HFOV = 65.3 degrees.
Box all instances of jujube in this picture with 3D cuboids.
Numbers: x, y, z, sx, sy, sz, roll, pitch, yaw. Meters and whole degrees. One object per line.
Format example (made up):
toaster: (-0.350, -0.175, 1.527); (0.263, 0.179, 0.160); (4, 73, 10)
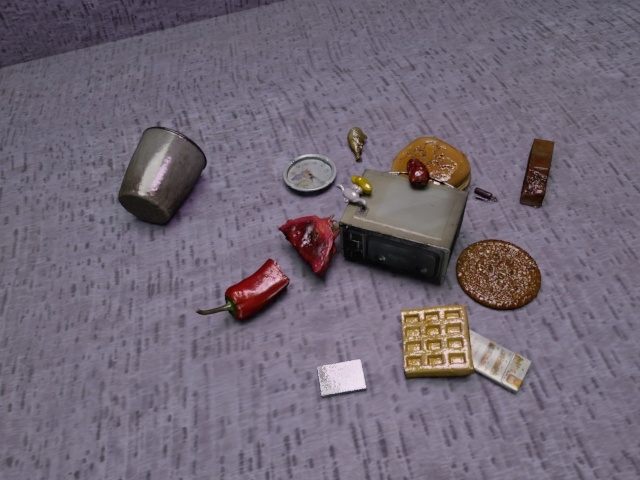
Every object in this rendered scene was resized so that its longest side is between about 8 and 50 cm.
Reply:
jujube: (0.347, -0.246, 1.795); (0.078, 0.077, 0.129); (-9, 42, -1)

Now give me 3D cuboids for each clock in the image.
clock: (-0.045, -0.287, 2.182); (0.237, 0.053, 0.236); (-2, 51, 2)

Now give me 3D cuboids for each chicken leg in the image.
chicken leg: (0.172, -0.435, 2.268); (0.093, 0.070, 0.178); (-2, 60, -3)

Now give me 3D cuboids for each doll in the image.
doll: (0.128, -0.174, 1.771); (0.113, 0.071, 0.135); (-25, 58, -1)

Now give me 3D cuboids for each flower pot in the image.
flower pot: (-0.677, -0.263, 2.093); (0.294, 0.293, 0.330); (12, 60, 15)

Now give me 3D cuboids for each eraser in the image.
eraser: (0.068, 0.450, 1.635); (0.151, 0.023, 0.103); (-9, 53, -1)

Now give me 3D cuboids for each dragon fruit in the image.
dragon fruit: (0.000, 0.000, 1.877); (0.211, 0.134, 0.262); (-42, 56, 9)

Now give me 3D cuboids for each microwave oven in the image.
microwave oven: (0.308, -0.056, 1.852); (0.395, 0.247, 0.333); (16, 58, 17)

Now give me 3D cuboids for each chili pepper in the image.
chili pepper: (-0.272, 0.211, 1.784); (0.338, 0.131, 0.134); (-36, 83, -24)

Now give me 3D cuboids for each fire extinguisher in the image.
fire extinguisher: (0.671, -0.182, 2.041); (0.100, 0.032, 0.046); (32, 51, 33)

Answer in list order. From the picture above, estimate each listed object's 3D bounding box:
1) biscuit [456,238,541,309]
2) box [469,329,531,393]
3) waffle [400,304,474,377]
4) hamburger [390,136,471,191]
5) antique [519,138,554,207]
biscuit: (0.646, 0.114, 1.816); (0.306, 0.038, 0.305); (-3, 53, 4)
box: (0.552, 0.388, 1.623); (0.221, 0.032, 0.122); (27, 61, 24)
waffle: (0.382, 0.328, 1.651); (0.221, 0.055, 0.247); (-8, 51, 14)
hamburger: (0.451, -0.276, 2.057); (0.284, 0.174, 0.304); (-41, 52, -9)
antique: (0.891, -0.279, 2.053); (0.088, 0.093, 0.309); (15, 57, 17)
